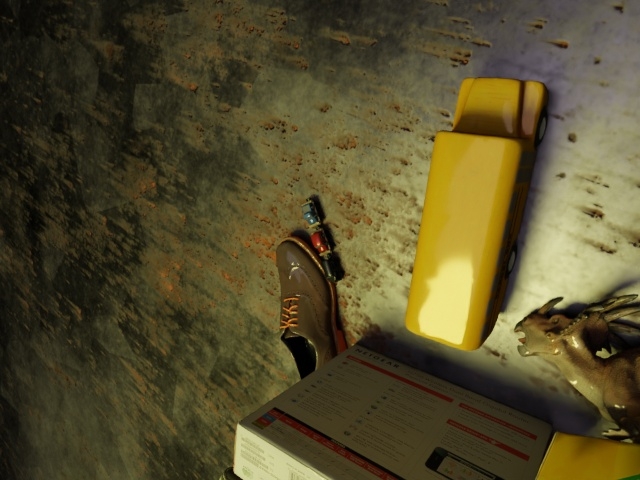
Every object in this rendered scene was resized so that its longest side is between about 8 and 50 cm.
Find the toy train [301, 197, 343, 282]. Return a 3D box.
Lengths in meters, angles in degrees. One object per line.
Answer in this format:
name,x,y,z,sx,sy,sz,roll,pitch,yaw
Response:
toy train,0.000,0.000,0.809,0.027,0.036,0.158,-22,86,36

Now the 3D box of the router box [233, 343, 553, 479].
router box,0.108,0.284,0.627,0.336,0.301,0.082,16,109,33

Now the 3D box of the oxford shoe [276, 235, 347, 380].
oxford shoe,-0.030,0.125,0.817,0.097,0.098,0.271,-21,87,36

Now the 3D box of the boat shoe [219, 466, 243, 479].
boat shoe,-0.117,0.546,0.983,0.224,0.080,0.073,25,107,24

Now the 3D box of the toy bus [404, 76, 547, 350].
toy bus,0.200,-0.039,0.600,0.108,0.130,0.332,16,109,32

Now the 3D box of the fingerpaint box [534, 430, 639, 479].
fingerpaint box,0.432,0.360,0.324,0.445,0.163,0.371,46,153,-6

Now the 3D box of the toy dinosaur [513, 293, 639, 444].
toy dinosaur,0.391,0.158,0.521,0.296,0.200,0.127,11,143,11
